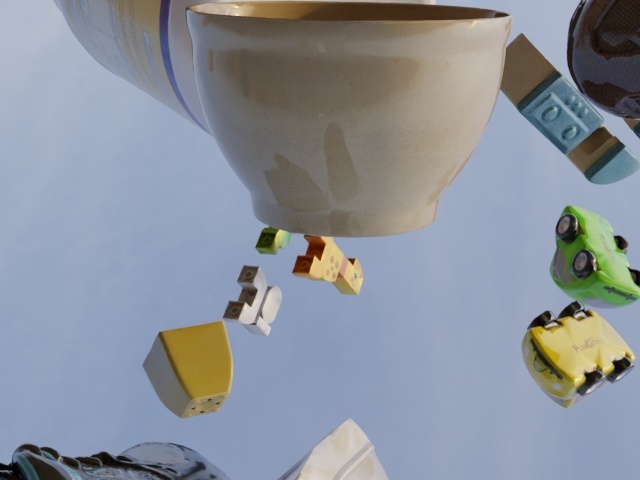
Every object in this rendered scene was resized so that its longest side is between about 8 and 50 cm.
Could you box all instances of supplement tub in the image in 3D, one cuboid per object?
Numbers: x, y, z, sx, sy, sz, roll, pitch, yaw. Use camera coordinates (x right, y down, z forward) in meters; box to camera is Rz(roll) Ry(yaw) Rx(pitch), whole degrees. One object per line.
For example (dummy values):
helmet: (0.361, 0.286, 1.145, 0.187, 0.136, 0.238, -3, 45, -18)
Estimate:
supplement tub: (-0.086, -0.226, 0.979, 0.241, 0.241, 0.331, -35, -140, -18)

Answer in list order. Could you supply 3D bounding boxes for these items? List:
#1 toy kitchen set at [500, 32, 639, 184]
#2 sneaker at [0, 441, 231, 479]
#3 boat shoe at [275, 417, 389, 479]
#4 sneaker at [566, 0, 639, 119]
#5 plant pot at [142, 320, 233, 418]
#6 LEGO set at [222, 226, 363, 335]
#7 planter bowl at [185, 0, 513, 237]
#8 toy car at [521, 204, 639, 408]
toy kitchen set: (0.263, -0.136, 0.861, 0.207, 0.166, 0.122, -44, -131, 13)
sneaker: (-0.140, 0.169, 0.680, 0.125, 0.139, 0.341, -41, -176, 2)
boat shoe: (-0.004, 0.129, 0.463, 0.066, 0.184, 0.063, -44, -96, 10)
sneaker: (0.137, -0.066, 0.298, 0.188, 0.066, 0.071, -15, -160, 46)
plant pot: (-0.141, 0.150, 1.262, 0.081, 0.081, 0.083, -8, -121, -30)
LEGO set: (0.000, 0.000, 1.078, 0.087, 0.093, 0.227, 3, -120, 32)
planter bowl: (0.013, -0.063, 0.574, 0.162, 0.109, 0.162, 2, -165, 0)
toy car: (0.224, 0.063, 0.859, 0.239, 0.053, 0.225, 20, -145, -24)
